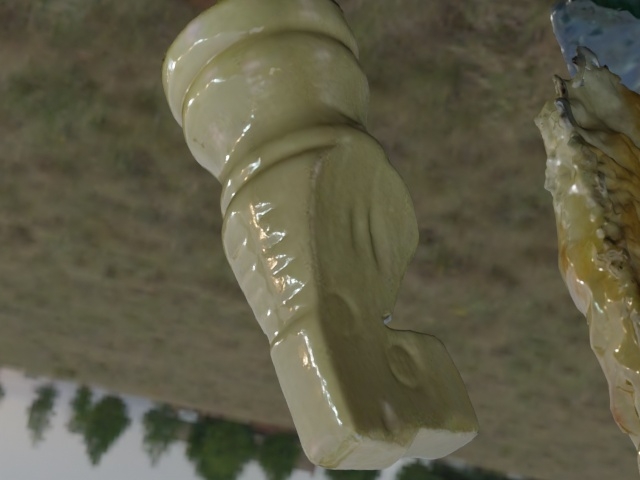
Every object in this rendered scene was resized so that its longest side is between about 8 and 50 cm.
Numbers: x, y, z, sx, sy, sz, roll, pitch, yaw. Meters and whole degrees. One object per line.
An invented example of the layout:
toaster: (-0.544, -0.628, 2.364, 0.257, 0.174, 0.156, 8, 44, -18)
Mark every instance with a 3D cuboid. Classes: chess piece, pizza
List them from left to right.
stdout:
chess piece: (0.000, 0.000, 0.568, 0.090, 0.200, 0.090, -15, 151, -8)
pizza: (0.267, 0.123, 0.848, 0.435, 0.392, 0.080, 40, 126, -14)

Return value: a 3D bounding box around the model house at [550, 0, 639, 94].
model house: (0.326, -0.284, 1.165, 0.334, 0.343, 0.382, -23, 134, 21)
